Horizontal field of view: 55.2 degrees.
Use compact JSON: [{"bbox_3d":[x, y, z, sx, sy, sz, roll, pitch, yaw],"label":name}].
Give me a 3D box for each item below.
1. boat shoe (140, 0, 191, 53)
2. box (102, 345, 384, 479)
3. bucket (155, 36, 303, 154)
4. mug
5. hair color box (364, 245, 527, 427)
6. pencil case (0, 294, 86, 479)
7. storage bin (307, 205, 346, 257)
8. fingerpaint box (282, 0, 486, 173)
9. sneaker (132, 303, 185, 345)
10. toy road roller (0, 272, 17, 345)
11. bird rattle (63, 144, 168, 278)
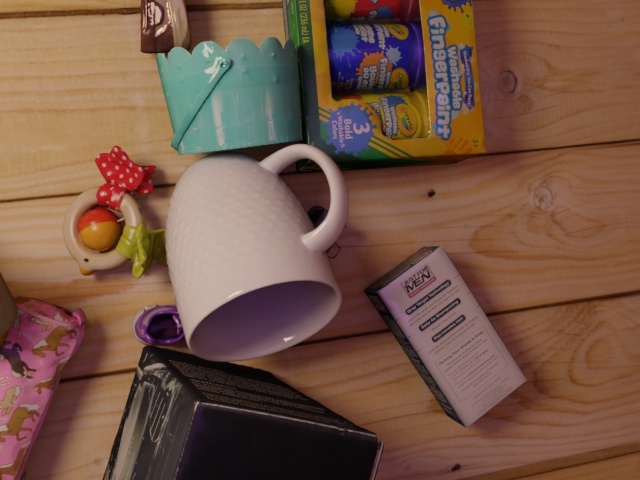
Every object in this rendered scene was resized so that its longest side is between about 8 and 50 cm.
[{"bbox_3d":[-0.344,-0.534,1.193,0.123,0.123,0.341,-12,97,-13],"label":"boat shoe"},{"bbox_3d":[-0.186,0.462,0.991,0.297,0.472,0.479,18,82,-21],"label":"box"},{"bbox_3d":[-0.163,-0.263,1.149,0.281,0.281,0.183,-8,99,-12],"label":"bucket"},{"bbox_3d":[-0.108,-0.015,1.100,0.374,0.276,0.328,-37,57,23],"label":"mug"},{"bbox_3d":[0.265,0.200,1.307,0.174,0.105,0.347,-34,96,-11],"label":"hair color box"},{"bbox_3d":[-0.567,0.287,1.105,0.167,0.160,0.386,26,81,-47],"label":"pencil case"},{"bbox_3d":[0.000,0.000,1.264,0.098,0.091,0.135,34,83,-9],"label":"storage bin"},{"bbox_3d":[0.123,-0.377,1.262,0.371,0.163,0.444,-4,90,-12],"label":"fingerpaint box"},{"bbox_3d":[-0.250,0.154,1.201,0.236,0.104,0.095,-15,90,-13],"label":"sneaker"},{"bbox_3d":[-0.663,0.042,0.992,0.330,0.202,0.240,-1,45,-4],"label":"toy road roller"},{"bbox_3d":[-0.399,-0.040,1.168,0.207,0.143,0.253,-23,90,5],"label":"bird rattle"}]
